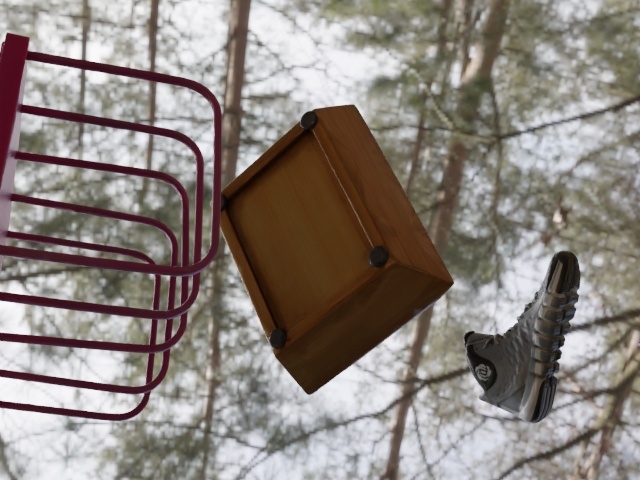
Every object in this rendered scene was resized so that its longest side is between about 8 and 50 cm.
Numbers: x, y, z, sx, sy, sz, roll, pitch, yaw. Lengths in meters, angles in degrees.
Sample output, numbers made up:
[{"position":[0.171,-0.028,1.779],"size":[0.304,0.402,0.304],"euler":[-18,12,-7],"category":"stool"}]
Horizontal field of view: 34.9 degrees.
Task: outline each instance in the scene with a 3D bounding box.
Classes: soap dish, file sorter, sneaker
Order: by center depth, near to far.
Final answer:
[{"position":[-0.202,0.010,0.872],"size":[0.182,0.290,0.202],"euler":[9,-124,-15],"category":"file sorter"},{"position":[0.000,0.000,1.221],"size":[0.118,0.229,0.290],"euler":[24,-147,-50],"category":"soap dish"},{"position":[0.253,0.115,1.338],"size":[0.132,0.228,0.086],"euler":[14,180,32],"category":"sneaker"}]

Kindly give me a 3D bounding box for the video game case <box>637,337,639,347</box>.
[{"position":[0.296,0.015,0.453],"size":[0.210,0.232,0.042],"euler":[36,-160,22],"category":"video game case"}]
